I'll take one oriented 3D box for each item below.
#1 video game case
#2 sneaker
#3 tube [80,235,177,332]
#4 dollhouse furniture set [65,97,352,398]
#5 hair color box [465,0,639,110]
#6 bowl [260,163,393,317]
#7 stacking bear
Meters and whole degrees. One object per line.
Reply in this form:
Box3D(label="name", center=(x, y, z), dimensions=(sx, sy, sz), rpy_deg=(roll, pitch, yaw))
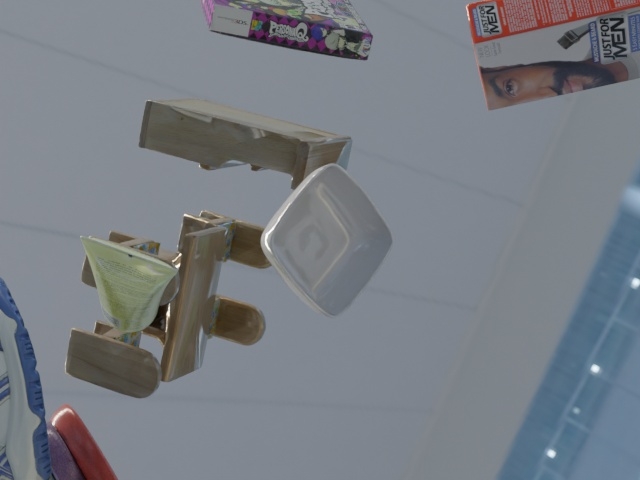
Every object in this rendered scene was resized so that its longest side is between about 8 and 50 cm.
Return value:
Box3D(label="video game case", center=(-0.055, -0.308, 1.749), dimensions=(0.210, 0.232, 0.041), rpy_deg=(8, -66, -14))
Box3D(label="sneaker", center=(-0.257, 0.173, 0.941), dimensions=(0.131, 0.112, 0.296), rpy_deg=(-7, -95, -14))
Box3D(label="tube", center=(-0.186, 0.040, 1.298), dimensions=(0.070, 0.062, 0.240), rpy_deg=(-21, -10, -12))
Box3D(label="dollhouse furniture set", center=(-0.136, 0.016, 1.894), dimensions=(0.362, 0.256, 0.394), rpy_deg=(-18, -59, -68))
Box3D(label="hair color box", center=(0.218, -0.176, 1.143), dimensions=(0.093, 0.167, 0.053), rpy_deg=(65, -163, -53))
Box3D(label="bowl", center=(0.000, 0.000, 1.487), dimensions=(0.142, 0.053, 0.142), rpy_deg=(-52, -60, -24))
Box3D(label="stacking bear", center=(-0.430, 0.361, 1.784), dimensions=(0.289, 0.175, 0.164), rpy_deg=(-30, -81, -17))
